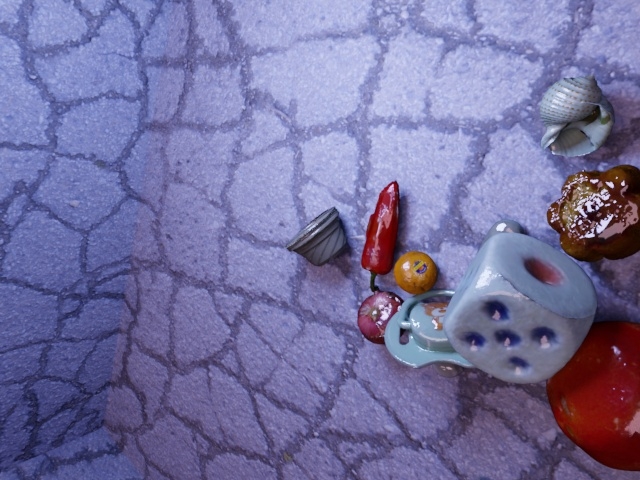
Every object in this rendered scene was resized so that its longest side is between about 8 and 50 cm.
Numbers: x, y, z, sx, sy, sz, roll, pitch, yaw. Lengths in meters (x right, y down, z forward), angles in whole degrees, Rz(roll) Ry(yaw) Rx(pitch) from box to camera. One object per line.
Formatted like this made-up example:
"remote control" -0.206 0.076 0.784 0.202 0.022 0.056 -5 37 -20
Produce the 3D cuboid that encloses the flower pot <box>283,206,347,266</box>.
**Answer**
"flower pot" 0.000 0.000 1.628 0.235 0.235 0.140 -31 99 36

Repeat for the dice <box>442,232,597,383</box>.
"dice" 0.475 0.161 1.144 0.265 0.268 0.262 29 130 10

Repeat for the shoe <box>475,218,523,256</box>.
"shoe" 0.483 0.059 1.320 0.103 0.100 0.251 29 115 32

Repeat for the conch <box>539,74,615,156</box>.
"conch" 0.622 -0.311 1.146 0.172 0.131 0.200 24 153 10

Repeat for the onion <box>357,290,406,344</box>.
"onion" 0.211 0.263 1.542 0.184 0.147 0.184 -15 49 18

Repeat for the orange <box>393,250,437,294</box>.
"orange" 0.294 0.103 1.455 0.135 0.136 0.117 55 158 18

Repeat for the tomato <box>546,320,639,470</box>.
"tomato" 0.702 0.348 1.057 0.290 0.293 0.325 122 160 -67

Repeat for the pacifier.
"pacifier" 0.370 0.296 1.393 0.344 0.288 0.269 -1 130 18

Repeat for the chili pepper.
"chili pepper" 0.201 -0.006 1.522 0.110 0.110 0.387 18 104 34

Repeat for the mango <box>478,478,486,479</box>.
"mango" 0.509 0.847 1.404 0.125 0.111 0.232 -9 78 24

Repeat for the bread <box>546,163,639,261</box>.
"bread" 0.676 -0.067 1.134 0.246 0.135 0.232 -49 55 35
